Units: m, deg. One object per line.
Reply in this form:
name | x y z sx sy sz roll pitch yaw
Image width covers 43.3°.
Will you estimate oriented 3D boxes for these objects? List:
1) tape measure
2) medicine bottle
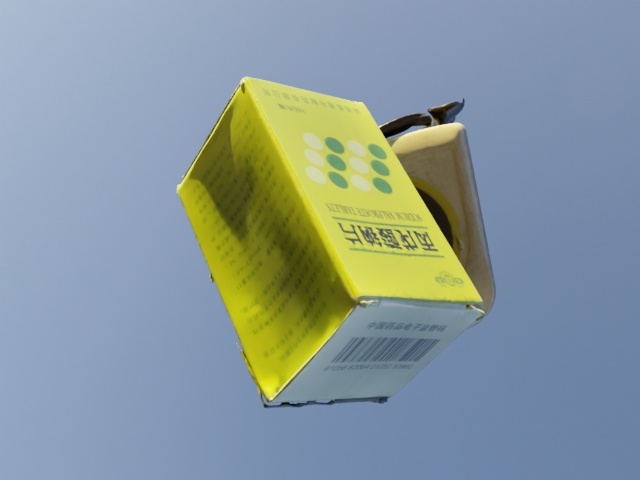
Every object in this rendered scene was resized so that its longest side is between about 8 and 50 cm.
tape measure | 0.070 -0.018 0.948 0.231 0.133 0.271 -6 -100 -1
medicine bottle | 0.000 0.000 0.669 0.141 0.137 0.250 -51 -130 31
